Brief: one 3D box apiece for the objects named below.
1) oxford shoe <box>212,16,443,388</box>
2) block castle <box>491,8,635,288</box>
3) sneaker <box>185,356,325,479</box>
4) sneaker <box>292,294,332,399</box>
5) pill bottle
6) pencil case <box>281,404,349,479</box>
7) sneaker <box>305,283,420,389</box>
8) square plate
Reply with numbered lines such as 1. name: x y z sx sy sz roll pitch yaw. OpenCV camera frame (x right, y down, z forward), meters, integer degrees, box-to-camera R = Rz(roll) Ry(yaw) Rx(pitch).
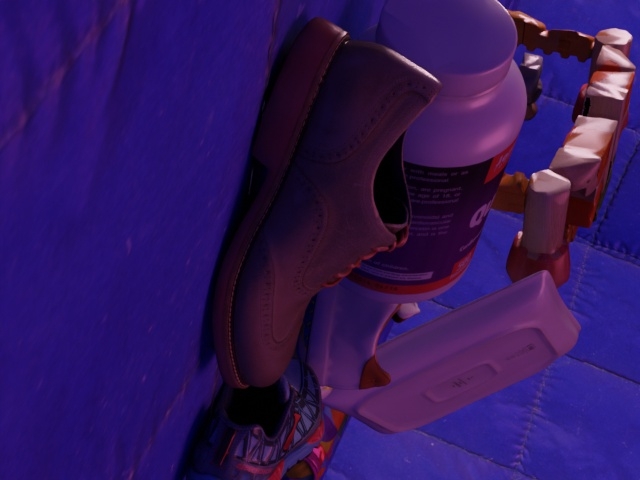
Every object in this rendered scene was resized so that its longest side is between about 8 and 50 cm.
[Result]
1. oxford shoe: 0.000 0.000 0.991 0.123 0.130 0.348 -58 167 -53
2. block castle: 0.265 -0.132 1.746 0.453 0.303 0.212 -58 156 -44
3. sneaker: -0.048 0.171 1.244 0.262 0.104 0.125 -55 161 -65
4. sneaker: -0.002 0.091 1.497 0.240 0.091 0.126 -58 148 -50
5. pill bottle: 0.094 -0.092 1.201 0.323 0.182 0.181 102 12 -52
6. pencil case: -0.006 0.240 1.745 0.104 0.104 0.236 104 12 -46
7. sneaker: 0.060 0.030 1.414 0.106 0.123 0.290 45 53 -85
8. square plate: 0.181 0.171 1.648 0.344 0.049 0.347 -26 157 10
